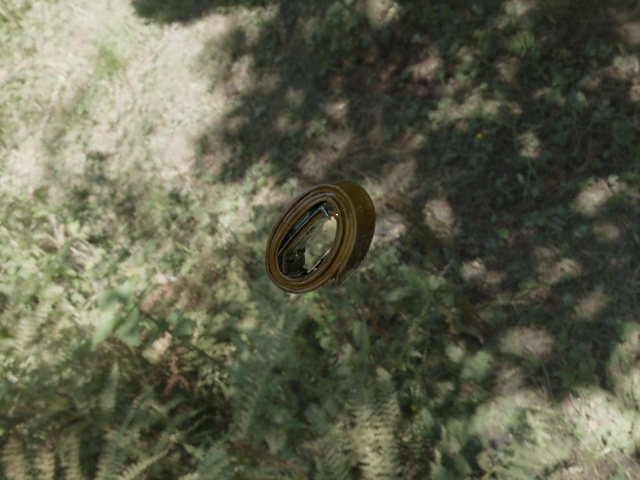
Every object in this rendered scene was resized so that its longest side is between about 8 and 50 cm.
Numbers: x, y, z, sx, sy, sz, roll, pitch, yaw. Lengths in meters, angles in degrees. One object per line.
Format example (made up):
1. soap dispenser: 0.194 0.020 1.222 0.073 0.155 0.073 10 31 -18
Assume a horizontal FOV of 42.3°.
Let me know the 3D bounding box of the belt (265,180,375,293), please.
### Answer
1. belt: 0.000 0.000 0.545 0.059 0.036 0.083 46 116 15
